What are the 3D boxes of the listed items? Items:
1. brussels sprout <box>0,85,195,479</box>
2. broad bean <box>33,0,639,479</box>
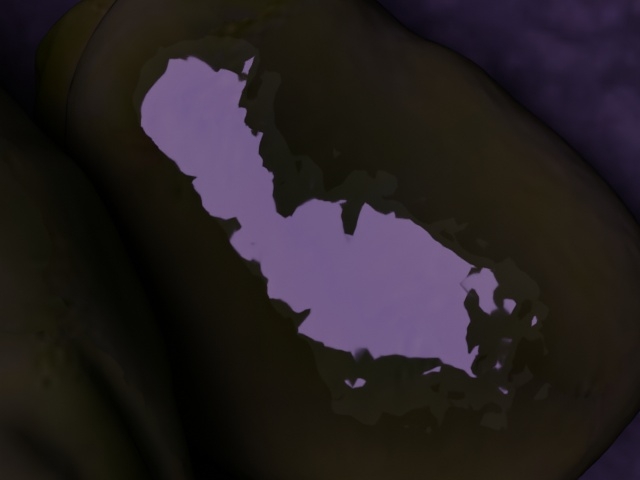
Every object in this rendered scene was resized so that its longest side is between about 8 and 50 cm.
[{"bbox_3d":[-0.188,0.075,0.421,0.328,0.247,0.328,2,93,48],"label":"brussels sprout"},{"bbox_3d":[0.000,0.000,0.441,0.124,0.082,0.174,-44,80,14],"label":"broad bean"}]
